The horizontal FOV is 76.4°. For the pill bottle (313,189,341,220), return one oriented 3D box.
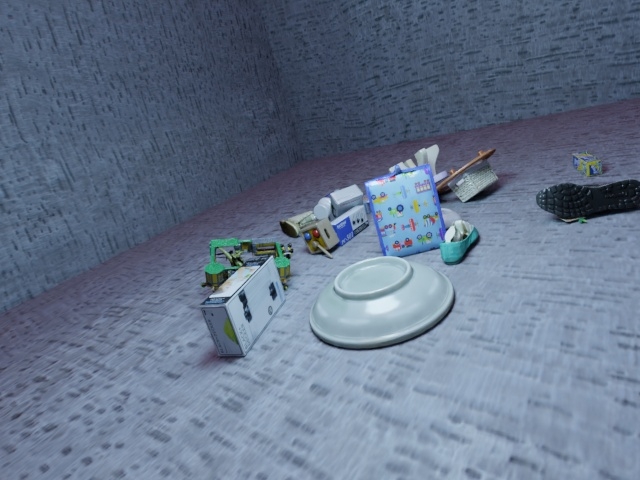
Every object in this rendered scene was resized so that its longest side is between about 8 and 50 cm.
[{"bbox_3d":[0.050,-0.172,2.018,0.112,0.111,0.187,-2,23,36],"label":"pill bottle"}]

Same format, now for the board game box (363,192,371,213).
[{"bbox_3d":[0.218,-0.187,2.000,0.194,0.060,0.194,-5,21,30],"label":"board game box"}]

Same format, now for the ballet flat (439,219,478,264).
[{"bbox_3d":[0.442,-0.015,1.290,0.083,0.087,0.247,-3,23,36],"label":"ballet flat"}]

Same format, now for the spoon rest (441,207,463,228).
[{"bbox_3d":[0.391,-0.070,1.532,0.277,0.084,0.137,0,23,7],"label":"spoon rest"}]

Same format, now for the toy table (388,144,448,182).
[{"bbox_3d":[0.453,-0.310,1.850,0.252,0.160,0.274,-28,-1,-19],"label":"toy table"}]

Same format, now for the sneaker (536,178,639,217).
[{"bbox_3d":[0.829,-0.129,1.281,0.284,0.107,0.124,-2,4,15],"label":"sneaker"}]

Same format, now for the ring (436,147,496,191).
[{"bbox_3d":[0.593,-0.288,1.741,0.337,0.032,0.336,-34,-9,-6],"label":"ring"}]

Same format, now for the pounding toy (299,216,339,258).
[{"bbox_3d":[0.000,0.000,1.590,0.130,0.141,0.100,-19,13,46],"label":"pounding toy"}]

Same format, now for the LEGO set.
[{"bbox_3d":[-0.257,0.121,1.442,0.332,0.191,0.255,-9,35,-20],"label":"LEGO set"}]

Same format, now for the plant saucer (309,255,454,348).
[{"bbox_3d":[0.151,0.133,1.111,0.401,0.100,0.400,-15,18,5],"label":"plant saucer"}]

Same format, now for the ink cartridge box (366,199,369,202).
[{"bbox_3d":[0.315,-0.170,1.865,0.182,0.061,0.104,3,27,43],"label":"ink cartridge box"}]

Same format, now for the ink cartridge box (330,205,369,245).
[{"bbox_3d":[0.119,-0.063,1.683,0.046,0.097,0.207,2,26,42],"label":"ink cartridge box"}]

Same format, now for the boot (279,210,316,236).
[{"bbox_3d":[-0.094,-0.085,1.960,0.165,0.077,0.213,-21,17,-18],"label":"boot"}]

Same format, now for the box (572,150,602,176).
[{"bbox_3d":[1.057,-0.306,1.615,0.054,0.059,0.169,-9,20,19],"label":"box"}]

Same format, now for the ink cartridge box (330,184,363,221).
[{"bbox_3d":[0.114,-0.147,1.790,0.128,0.175,0.072,-21,55,-14],"label":"ink cartridge box"}]

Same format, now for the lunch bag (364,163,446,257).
[{"bbox_3d":[0.283,-0.109,1.368,0.221,0.292,0.138,-14,20,8],"label":"lunch bag"}]

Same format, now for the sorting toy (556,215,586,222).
[{"bbox_3d":[0.780,-0.066,1.256,0.062,0.012,0.083,-10,16,5],"label":"sorting toy"}]

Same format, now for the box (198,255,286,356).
[{"bbox_3d":[-0.212,0.182,1.183,0.087,0.169,0.290,-6,20,23],"label":"box"}]

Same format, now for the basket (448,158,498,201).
[{"bbox_3d":[0.637,-0.246,1.688,0.167,0.103,0.113,-30,-9,-30],"label":"basket"}]
